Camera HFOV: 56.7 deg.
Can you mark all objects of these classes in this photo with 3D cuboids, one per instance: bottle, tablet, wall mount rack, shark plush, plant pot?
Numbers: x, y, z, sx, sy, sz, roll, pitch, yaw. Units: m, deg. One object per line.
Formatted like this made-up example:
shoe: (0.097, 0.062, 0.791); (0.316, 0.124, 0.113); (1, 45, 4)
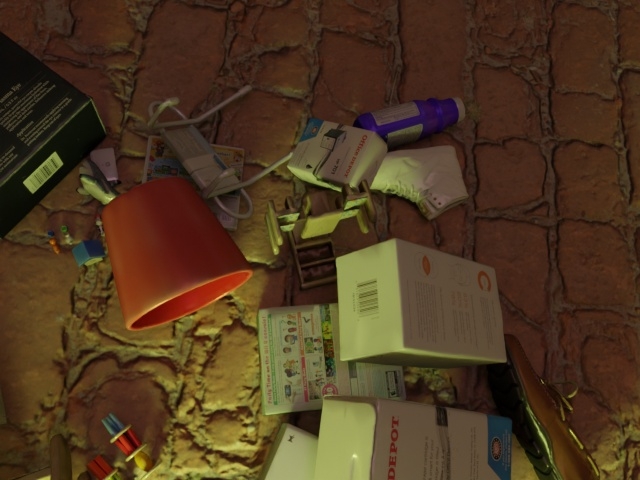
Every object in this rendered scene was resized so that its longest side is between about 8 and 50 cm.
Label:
bottle: (0.222, -0.294, 1.480); (0.283, 0.118, 0.092); (-18, 77, -13)
tablet: (-0.507, -0.176, 1.389); (0.054, 0.006, 0.083); (-11, 76, -12)
wall mount rack: (-0.216, -0.228, 1.364); (0.350, 0.130, 0.304); (51, 33, 5)
shark plush: (-0.481, -0.123, 1.350); (0.161, 0.073, 0.067); (27, 52, 2)
plant pot: (-0.312, 0.019, 1.223); (0.275, 0.275, 0.243); (-24, 81, -15)

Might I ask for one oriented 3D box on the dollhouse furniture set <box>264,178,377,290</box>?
dollhouse furniture set: (0.000, 0.000, 1.295); (0.212, 0.242, 0.161); (-13, 77, -12)

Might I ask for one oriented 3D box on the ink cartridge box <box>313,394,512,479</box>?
ink cartridge box: (0.184, 0.464, 1.146); (0.395, 0.166, 0.285); (19, 69, -34)

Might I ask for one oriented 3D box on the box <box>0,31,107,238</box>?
box: (-0.712, -0.242, 1.284); (0.312, 0.179, 0.343); (38, 72, 3)

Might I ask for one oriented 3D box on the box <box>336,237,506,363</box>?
box: (0.214, 0.146, 1.237); (0.345, 0.168, 0.215); (15, 65, -40)

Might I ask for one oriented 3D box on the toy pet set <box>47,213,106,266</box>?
toy pet set: (-0.530, 0.000, 1.303); (0.122, 0.065, 0.114); (-24, 79, -14)

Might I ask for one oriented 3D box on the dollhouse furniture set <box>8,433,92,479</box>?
dollhouse furniture set: (-0.644, 0.414, 1.052); (0.362, 0.394, 0.256); (-18, 39, -13)

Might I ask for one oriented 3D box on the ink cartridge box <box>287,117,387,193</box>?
ink cartridge box: (0.039, -0.195, 1.385); (0.191, 0.082, 0.139); (19, 80, 35)

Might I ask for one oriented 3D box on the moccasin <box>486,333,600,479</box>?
moccasin: (0.499, 0.381, 1.320); (0.147, 0.139, 0.380); (-24, 76, -21)

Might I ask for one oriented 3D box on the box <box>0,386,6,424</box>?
box: (-0.688, 0.332, 1.163); (0.101, 0.102, 0.087); (-15, 75, -14)

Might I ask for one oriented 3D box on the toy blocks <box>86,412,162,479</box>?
toy blocks: (-0.415, 0.438, 1.200); (0.123, 0.054, 0.148); (-41, 84, -18)

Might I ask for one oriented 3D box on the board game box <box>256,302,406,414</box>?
board game box: (0.018, 0.256, 1.301); (0.303, 0.097, 0.224); (-2, 73, -11)

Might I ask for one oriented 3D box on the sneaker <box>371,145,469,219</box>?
sneaker: (0.221, -0.126, 1.438); (0.292, 0.108, 0.169); (-12, 73, -13)

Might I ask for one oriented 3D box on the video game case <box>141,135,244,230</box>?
video game case: (-0.300, -0.134, 1.392); (0.227, 0.026, 0.206); (6, 73, -11)

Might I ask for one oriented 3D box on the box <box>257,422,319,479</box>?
box: (-0.029, 0.493, 1.212); (0.181, 0.119, 0.182); (25, 72, -1)
